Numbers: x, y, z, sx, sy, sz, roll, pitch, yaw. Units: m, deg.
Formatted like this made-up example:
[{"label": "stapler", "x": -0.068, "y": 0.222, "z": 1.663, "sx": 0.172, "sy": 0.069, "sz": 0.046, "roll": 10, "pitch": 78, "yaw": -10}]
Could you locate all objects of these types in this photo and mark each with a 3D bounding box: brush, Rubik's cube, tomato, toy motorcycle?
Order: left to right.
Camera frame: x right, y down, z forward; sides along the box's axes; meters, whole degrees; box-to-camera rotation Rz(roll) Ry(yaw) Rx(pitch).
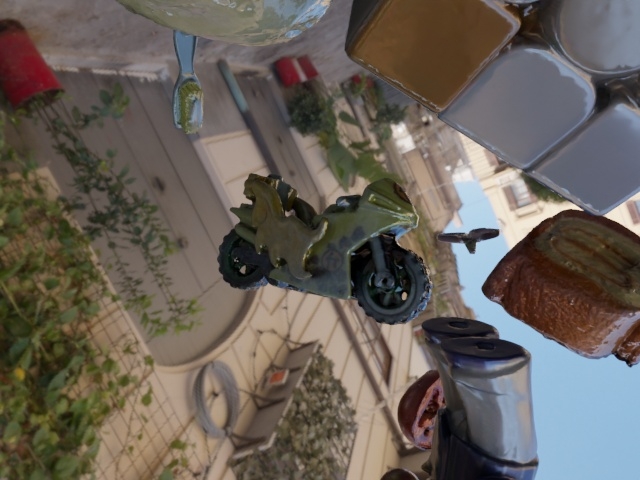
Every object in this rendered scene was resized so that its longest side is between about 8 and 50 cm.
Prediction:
[{"label": "brush", "x": -0.267, "y": -0.316, "z": 1.110, "sx": 0.068, "sy": 0.060, "sz": 0.297, "roll": -28, "pitch": 158, "yaw": -26}, {"label": "toy motorcycle", "x": 0.000, "y": 0.000, "z": 0.935, "sx": 0.410, "sy": 0.237, "sz": 0.169, "roll": 8, "pitch": 174, "yaw": 27}, {"label": "tomato", "x": 0.286, "y": 0.454, "z": 1.463, "sx": 0.228, "sy": 0.228, "sz": 0.101, "roll": -31, "pitch": -152, "yaw": -33}, {"label": "Rubik's cube", "x": 0.261, "y": -0.299, "z": 0.523, "sx": 0.347, "sy": 0.344, "sz": 0.346, "roll": -47, "pitch": -156, "yaw": 43}]

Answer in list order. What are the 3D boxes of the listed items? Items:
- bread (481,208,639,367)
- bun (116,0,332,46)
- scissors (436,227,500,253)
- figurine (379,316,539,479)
[{"label": "bread", "x": 0.385, "y": 0.064, "z": 0.770, "sx": 0.244, "sy": 0.123, "sz": 0.190, "roll": 35, "pitch": -127, "yaw": 28}, {"label": "bun", "x": -0.137, "y": -0.332, "z": 0.562, "sx": 0.234, "sy": 0.326, "sz": 0.362, "roll": -55, "pitch": 147, "yaw": 7}, {"label": "scissors", "x": 0.224, "y": 0.001, "z": 0.808, "sx": 0.100, "sy": 0.015, "sz": 0.189, "roll": -6, "pitch": -173, "yaw": 14}, {"label": "figurine", "x": 0.102, "y": 0.193, "z": 0.378, "sx": 0.133, "sy": 0.274, "sz": 0.194, "roll": -1, "pitch": 167, "yaw": -11}]
